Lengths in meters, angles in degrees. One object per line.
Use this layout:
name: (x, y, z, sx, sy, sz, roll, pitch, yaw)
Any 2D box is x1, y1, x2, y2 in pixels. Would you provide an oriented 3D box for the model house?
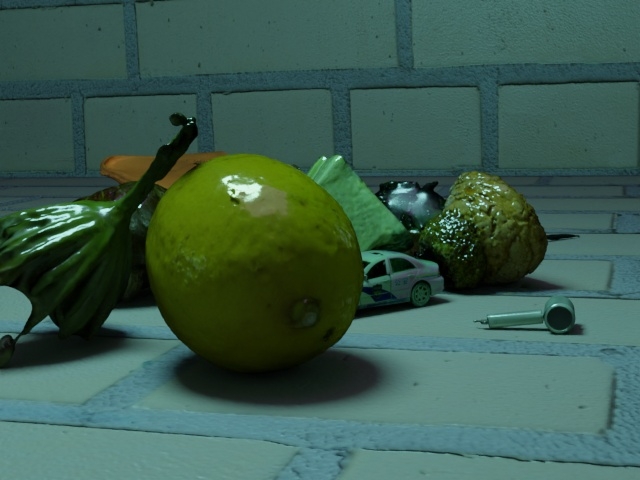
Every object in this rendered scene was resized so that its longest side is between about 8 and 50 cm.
model house: (0.000, 0.000, 1.620, 0.189, 0.195, 0.214, -41, 9, -11)

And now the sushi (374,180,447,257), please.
sushi: (0.180, -0.032, 1.817, 0.287, 0.140, 0.149, 1, 2, 26)

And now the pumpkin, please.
pumpkin: (-0.288, 0.011, 1.566, 0.219, 0.162, 0.219, -12, -19, -4)

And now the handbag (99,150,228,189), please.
handbag: (-0.229, -0.086, 2.033, 0.303, 0.116, 0.410, -8, 18, -28)

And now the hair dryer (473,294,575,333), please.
hair dryer: (0.252, 0.096, 1.317, 0.124, 0.038, 0.063, -7, 5, 14)

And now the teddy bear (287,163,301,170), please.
teddy bear: (-0.143, -0.082, 2.294, 0.251, 0.129, 0.182, 10, 47, 45)

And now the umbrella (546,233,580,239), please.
umbrella: (0.440, -0.008, 2.035, 0.149, 0.022, 0.022, -7, 52, -34)

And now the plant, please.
plant: (-0.234, -0.003, 1.268, 0.333, 0.180, 0.251, -28, 4, 10)

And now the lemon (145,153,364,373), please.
lemon: (-0.073, 0.025, 1.152, 0.236, 0.236, 0.263, -2, 34, -3)

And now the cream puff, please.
cream puff: (0.220, 0.006, 1.590, 0.169, 0.183, 0.183, -34, 19, -17)

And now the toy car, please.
toy car: (0.063, 0.056, 1.458, 0.224, 0.076, 0.090, -7, 11, -34)
